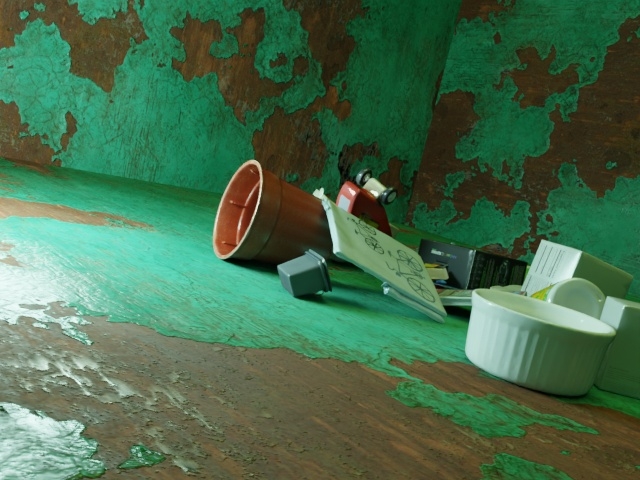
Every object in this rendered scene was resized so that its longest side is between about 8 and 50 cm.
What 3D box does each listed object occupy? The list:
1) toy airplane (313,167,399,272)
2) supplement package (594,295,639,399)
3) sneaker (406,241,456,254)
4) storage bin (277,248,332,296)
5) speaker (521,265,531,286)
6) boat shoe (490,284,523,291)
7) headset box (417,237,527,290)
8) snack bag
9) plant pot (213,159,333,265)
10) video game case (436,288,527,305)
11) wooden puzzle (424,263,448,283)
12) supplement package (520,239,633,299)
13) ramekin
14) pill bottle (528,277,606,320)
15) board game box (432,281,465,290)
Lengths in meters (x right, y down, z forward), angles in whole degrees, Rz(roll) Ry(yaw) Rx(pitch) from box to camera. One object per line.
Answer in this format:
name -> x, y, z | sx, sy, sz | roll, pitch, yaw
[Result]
toy airplane -> 0.136, -0.022, 2.299 | 0.384, 0.272, 0.386 | 51, -12, -13
supplement package -> 0.629, 0.218, 1.439 | 0.105, 0.179, 0.105 | 14, 7, 3
sneaker -> 0.456, 0.056, 2.659 | 0.302, 0.121, 0.108 | 14, 7, 9
storage bin -> -0.040, 0.087, 1.623 | 0.091, 0.098, 0.135 | -17, 16, -13
speaker -> 0.743, 0.170, 2.274 | 0.131, 0.131, 0.297 | 8, 8, -38
boat shoe -> 0.578, 0.181, 2.063 | 0.095, 0.079, 0.255 | 23, 14, 41
headset box -> 0.481, 0.090, 2.295 | 0.283, 0.131, 0.246 | 12, 2, -37
snack bag -> 0.151, 0.045, 1.769 | 0.343, 0.037, 0.323 | 30, 21, -19
plant pot -> -0.110, -0.042, 1.885 | 0.265, 0.272, 0.272 | 20, 3, -27
video game case -> 0.396, 0.152, 1.869 | 0.285, 0.025, 0.204 | 0, 2, 20
wooden puzzle -> 0.353, 0.104, 2.156 | 0.079, 0.014, 0.116 | 1, 26, 8
supplement package -> 0.724, 0.141, 1.995 | 0.262, 0.204, 0.145 | 20, 2, -34
ramekin -> 0.420, 0.198, 1.378 | 0.277, 0.135, 0.277 | 13, 7, -2
pill bottle -> 0.545, 0.174, 1.620 | 0.136, 0.136, 0.245 | 14, -15, -1
board game box -> 0.372, 0.152, 2.107 | 0.169, 0.033, 0.133 | 15, 0, -39
